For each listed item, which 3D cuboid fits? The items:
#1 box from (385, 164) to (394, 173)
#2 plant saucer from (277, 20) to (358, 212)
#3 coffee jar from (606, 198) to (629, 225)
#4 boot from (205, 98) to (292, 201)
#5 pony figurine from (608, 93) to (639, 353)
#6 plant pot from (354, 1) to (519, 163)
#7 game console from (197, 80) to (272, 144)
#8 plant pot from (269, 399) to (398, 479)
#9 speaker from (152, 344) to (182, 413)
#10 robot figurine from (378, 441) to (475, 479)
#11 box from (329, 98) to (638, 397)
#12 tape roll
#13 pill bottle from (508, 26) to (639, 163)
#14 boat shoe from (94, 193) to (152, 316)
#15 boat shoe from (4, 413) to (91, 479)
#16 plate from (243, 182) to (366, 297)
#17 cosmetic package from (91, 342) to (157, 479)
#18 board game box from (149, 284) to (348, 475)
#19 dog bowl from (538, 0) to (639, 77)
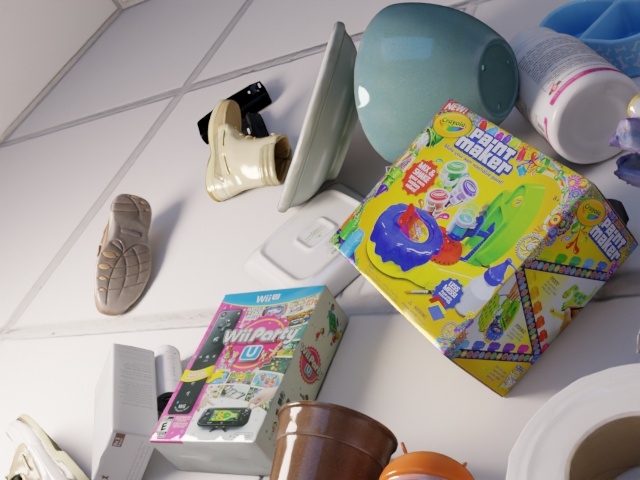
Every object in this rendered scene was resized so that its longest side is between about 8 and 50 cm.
[{"bbox_3d":[0.180,-0.074,1.473,0.114,0.036,0.207,-9,37,8],"label":"box"},{"bbox_3d":[0.015,-0.237,1.661,0.100,0.400,0.400,17,43,-4],"label":"plant saucer"},{"bbox_3d":[0.360,-0.009,1.217,0.184,0.079,0.096,-4,50,40],"label":"coffee jar"},{"bbox_3d":[-0.162,-0.228,1.898,0.203,0.095,0.262,-11,62,29],"label":"boot"},{"bbox_3d":[0.495,-0.035,0.943,0.350,0.303,0.363,4,36,-23],"label":"pony figurine"},{"bbox_3d":[0.224,-0.273,1.415,0.195,0.290,0.290,6,50,43],"label":"plant pot"},{"bbox_3d":[-0.214,-0.297,2.132,0.213,0.044,0.361,-32,32,6],"label":"game console"},{"bbox_3d":[0.000,0.317,1.050,0.167,0.167,0.165,-8,48,35],"label":"plant pot"},{"bbox_3d":[-0.274,0.248,1.464,0.055,0.055,0.136,-31,33,5],"label":"speaker"},{"bbox_3d":[0.120,0.339,0.938,0.158,0.128,0.219,-16,37,30],"label":"robot figurine"},{"bbox_3d":[0.218,0.004,1.141,0.279,0.177,0.290,-50,43,3],"label":"box"},{"bbox_3d":[0.344,0.269,0.855,0.286,0.100,0.286,-23,34,16],"label":"tape roll"},{"bbox_3d":[0.422,-0.263,1.418,0.160,0.160,0.283,-29,33,8],"label":"pill bottle"},{"bbox_3d":[-0.451,0.044,1.853,0.116,0.123,0.324,-51,26,43],"label":"boat shoe"},{"bbox_3d":[-0.488,0.396,1.409,0.103,0.113,0.302,-42,34,-23],"label":"boat shoe"},{"bbox_3d":[0.000,0.000,1.556,0.277,0.045,0.278,-41,34,-11],"label":"plate"},{"bbox_3d":[-0.333,0.292,1.393,0.117,0.085,0.231,-65,25,25],"label":"cosmetic package"},{"bbox_3d":[-0.111,0.221,1.321,0.224,0.097,0.303,-8,40,34],"label":"board game box"},{"bbox_3d":[0.542,-0.395,1.563,0.166,0.074,0.297,-45,33,-16],"label":"dog bowl"}]
